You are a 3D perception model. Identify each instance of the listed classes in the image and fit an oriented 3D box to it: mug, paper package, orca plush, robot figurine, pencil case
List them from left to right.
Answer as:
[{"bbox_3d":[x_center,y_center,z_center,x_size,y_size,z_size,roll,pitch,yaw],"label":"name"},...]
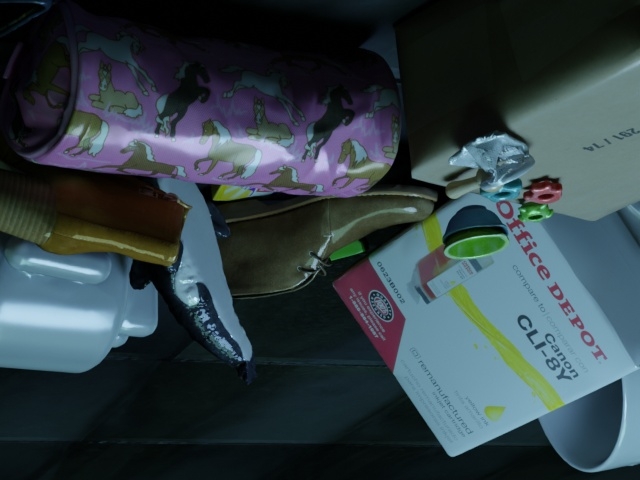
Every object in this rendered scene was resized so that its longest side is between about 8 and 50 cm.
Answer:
[{"bbox_3d":[-0.365,0.049,2.092,0.353,0.200,0.300,8,159,-34],"label":"robot figurine"},{"bbox_3d":[-0.164,0.036,2.058,0.102,0.151,0.287,-15,120,25],"label":"orca plush"},{"bbox_3d":[-0.107,-0.131,1.722,0.386,0.167,0.160,6,159,-32],"label":"pencil case"},{"bbox_3d":[0.284,-0.164,1.751,0.309,0.168,0.325,13,152,-41],"label":"paper package"},{"bbox_3d":[0.514,0.141,2.538,0.328,0.276,0.374,-8,145,-22],"label":"mug"}]

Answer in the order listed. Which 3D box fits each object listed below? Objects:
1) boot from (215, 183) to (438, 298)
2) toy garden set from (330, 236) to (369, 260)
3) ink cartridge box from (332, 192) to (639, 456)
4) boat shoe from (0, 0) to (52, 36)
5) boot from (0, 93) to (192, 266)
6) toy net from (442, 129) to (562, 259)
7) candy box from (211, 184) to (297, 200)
[{"bbox_3d":[0.000,0.000,2.112,0.305,0.115,0.112,-11,165,23],"label":"boot"},{"bbox_3d":[-0.062,0.019,2.276,0.244,0.049,0.204,-15,180,6],"label":"toy garden set"},{"bbox_3d":[0.231,0.063,2.148,0.160,0.279,0.384,-33,178,-38],"label":"ink cartridge box"},{"bbox_3d":[-0.330,-0.198,1.588,0.109,0.089,0.258,11,154,-38],"label":"boat shoe"},{"bbox_3d":[-0.234,-0.050,1.762,0.211,0.104,0.295,15,-162,-14],"label":"boot"},{"bbox_3d":[0.181,-0.043,1.740,0.122,0.045,0.232,-6,160,0],"label":"toy net"},{"bbox_3d":[-0.052,-0.093,2.047,0.105,0.027,0.206,2,159,-16],"label":"candy box"}]
